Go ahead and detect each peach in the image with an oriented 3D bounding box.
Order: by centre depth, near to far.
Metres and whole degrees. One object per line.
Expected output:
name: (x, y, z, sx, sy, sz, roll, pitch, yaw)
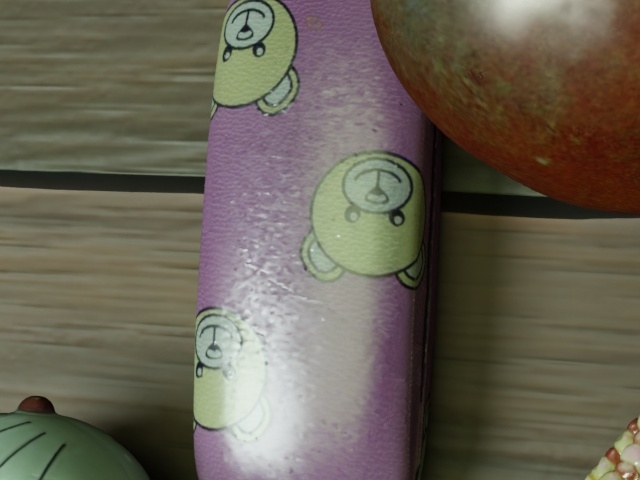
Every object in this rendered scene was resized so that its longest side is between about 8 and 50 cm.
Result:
peach: (0.141, -0.139, 0.690, 0.252, 0.252, 0.252, -2, 83, 19)

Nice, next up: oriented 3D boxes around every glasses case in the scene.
glasses case: (0.000, 0.000, 0.802, 0.123, 0.076, 0.316, 1, 84, 19)

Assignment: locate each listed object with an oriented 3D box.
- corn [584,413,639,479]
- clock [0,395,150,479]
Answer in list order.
corn: (0.134, 0.178, 0.728, 0.092, 0.092, 0.280, 37, 95, 19)
clock: (-0.117, 0.182, 0.767, 0.243, 0.199, 0.146, 29, 90, 30)
